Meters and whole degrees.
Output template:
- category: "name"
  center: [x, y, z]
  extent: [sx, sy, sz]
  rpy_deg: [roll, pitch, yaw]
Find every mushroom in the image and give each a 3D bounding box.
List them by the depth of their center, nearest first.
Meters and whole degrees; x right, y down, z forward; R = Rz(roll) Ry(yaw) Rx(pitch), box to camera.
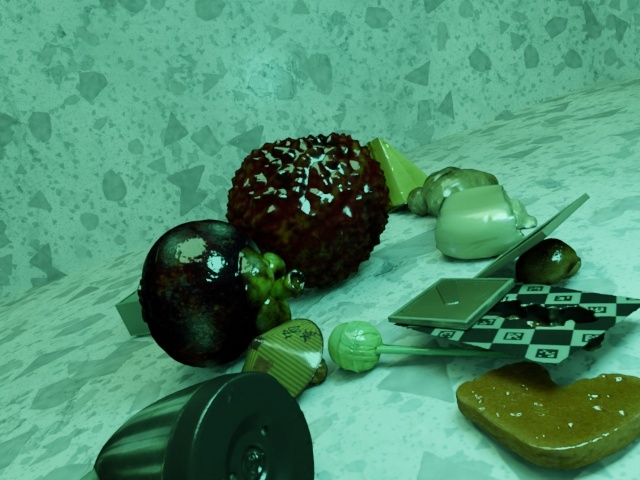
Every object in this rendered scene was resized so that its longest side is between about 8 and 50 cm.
- category: "mushroom"
  center: [0.429, 0.049, 0.907]
  extent: [0.127, 0.087, 0.127]
  rpy_deg: [-38, -1, -1]

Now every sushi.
- category: "sushi"
  center: [0.311, 0.136, 0.759]
  extent: [0.263, 0.050, 0.290]
  rpy_deg: [-18, 12, -30]

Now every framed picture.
- category: "framed picture"
  center: [0.233, 0.105, 0.839]
  extent: [0.150, 0.015, 0.203]
  rpy_deg: [-4, 13, 42]
- category: "framed picture"
  center: [0.386, 0.013, 0.923]
  extent: [0.184, 0.016, 0.250]
  rpy_deg: [-30, -14, -33]

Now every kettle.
- category: "kettle"
  center: [-0.165, 0.274, 0.605]
  extent: [0.271, 0.207, 0.251]
  rpy_deg: [-19, 20, 29]

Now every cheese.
- category: "cheese"
  center: [0.402, -0.049, 1.166]
  extent: [0.233, 0.127, 0.266]
  rpy_deg: [-9, 20, 24]

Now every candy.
- category: "candy"
  center: [0.169, 0.180, 0.788]
  extent: [0.335, 0.093, 0.092]
  rpy_deg: [-2, 64, 24]

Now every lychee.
- category: "lychee"
  center: [-0.049, -0.073, 1.262]
  extent: [0.499, 0.425, 0.424]
  rpy_deg: [-32, 5, 36]

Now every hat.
- category: "hat"
  center: [-0.093, 0.199, 0.848]
  extent: [0.193, 0.082, 0.193]
  rpy_deg: [-28, 31, 19]

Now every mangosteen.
- category: "mangosteen"
  center: [-0.224, 0.111, 1.020]
  extent: [0.329, 0.330, 0.330]
  rpy_deg: [-18, 15, 5]

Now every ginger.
- category: "ginger"
  center: [0.400, -0.143, 1.477]
  extent: [0.244, 0.155, 0.304]
  rpy_deg: [-29, 9, -9]

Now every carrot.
- category: "carrot"
  center: [-0.039, 0.216, 0.899]
  extent: [0.060, 0.060, 0.186]
  rpy_deg: [-25, 16, -22]

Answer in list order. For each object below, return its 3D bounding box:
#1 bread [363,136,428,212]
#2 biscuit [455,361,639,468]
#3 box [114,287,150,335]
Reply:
- category: "bread"
  center: [0.282, -0.251, 1.701]
  extent: [0.163, 0.264, 0.167]
  rpy_deg: [-22, 3, -21]
- category: "biscuit"
  center: [0.291, 0.203, 0.597]
  extent: [0.186, 0.036, 0.192]
  rpy_deg: [-22, 15, -19]
- category: "box"
  center: [-0.429, 0.171, 1.409]
  extent: [0.224, 0.118, 0.225]
  rpy_deg: [-13, 17, 24]
